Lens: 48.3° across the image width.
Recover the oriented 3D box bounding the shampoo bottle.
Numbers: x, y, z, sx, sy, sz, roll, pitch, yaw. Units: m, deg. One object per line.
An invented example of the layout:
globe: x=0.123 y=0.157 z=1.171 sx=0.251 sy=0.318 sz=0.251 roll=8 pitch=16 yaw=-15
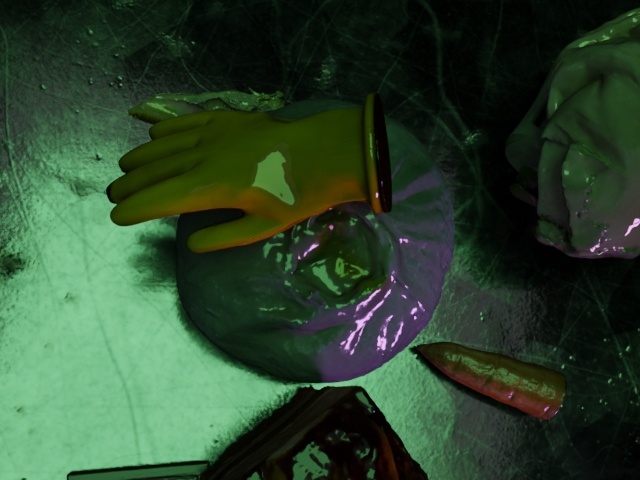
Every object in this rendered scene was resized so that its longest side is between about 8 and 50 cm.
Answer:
shampoo bottle: x=0.348 y=-0.157 z=1.058 sx=0.118 sy=0.087 sz=0.234 roll=38 pitch=73 yaw=-13

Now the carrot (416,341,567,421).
carrot: x=0.227 y=0.178 z=0.977 sx=0.205 sy=0.072 sz=0.072 roll=21 pitch=74 yaw=-1

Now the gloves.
gloves: x=-0.080 y=-0.074 z=0.728 sx=0.294 sy=0.116 sz=0.133 roll=-5 pitch=43 yaw=10

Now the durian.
durian: x=-0.147 y=-0.151 z=0.941 sx=0.224 sy=0.078 sz=0.140 roll=11 pitch=106 yaw=-27

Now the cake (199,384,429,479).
cake: x=0.010 y=0.280 z=0.780 sx=0.196 sy=0.293 sz=0.198 roll=-33 pitch=87 yaw=-23

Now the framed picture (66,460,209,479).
framed picture: x=-0.217 y=0.338 z=0.859 sx=0.168 sy=0.023 sz=0.128 roll=-1 pitch=78 yaw=-13

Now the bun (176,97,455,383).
bun: x=0.000 y=0.000 z=0.864 sx=0.362 sy=0.211 sz=0.362 roll=0 pitch=87 yaw=-5

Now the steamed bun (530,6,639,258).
steamed bun: x=0.467 y=-0.125 z=0.944 sx=0.346 sy=0.237 sz=0.394 roll=42 pitch=72 yaw=-30
